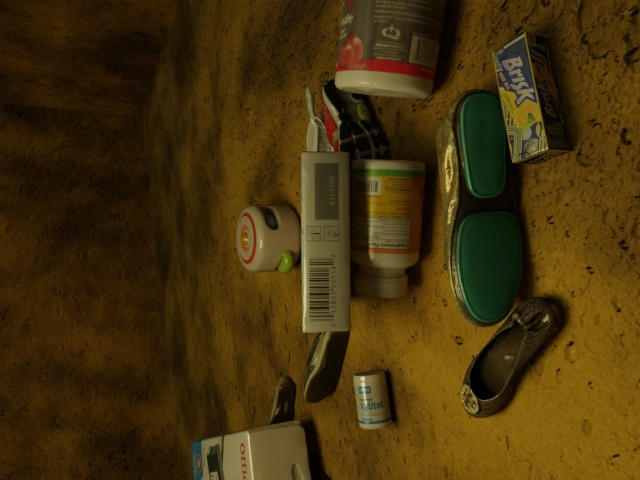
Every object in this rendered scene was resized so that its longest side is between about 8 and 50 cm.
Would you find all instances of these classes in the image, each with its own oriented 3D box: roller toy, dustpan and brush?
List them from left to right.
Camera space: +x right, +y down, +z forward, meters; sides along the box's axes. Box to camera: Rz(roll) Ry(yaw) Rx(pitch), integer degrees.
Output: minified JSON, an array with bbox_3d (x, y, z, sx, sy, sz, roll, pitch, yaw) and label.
[{"bbox_3d":[-0.156,-0.006,1.326,0.209,0.146,0.191,4,95,60],"label":"roller toy"},{"bbox_3d":[-0.007,-0.268,1.136,0.147,0.060,0.211,163,107,-66],"label":"dustpan and brush"}]

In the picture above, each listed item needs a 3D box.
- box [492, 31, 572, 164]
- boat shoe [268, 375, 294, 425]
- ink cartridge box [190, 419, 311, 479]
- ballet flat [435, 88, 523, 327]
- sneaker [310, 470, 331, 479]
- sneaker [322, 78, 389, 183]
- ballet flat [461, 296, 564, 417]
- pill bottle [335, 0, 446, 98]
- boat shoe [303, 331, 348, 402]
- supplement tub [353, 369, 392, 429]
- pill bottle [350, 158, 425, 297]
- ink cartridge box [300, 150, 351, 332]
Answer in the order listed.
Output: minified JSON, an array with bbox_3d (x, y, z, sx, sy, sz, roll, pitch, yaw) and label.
[{"bbox_3d":[0.292,-0.196,0.652,0.059,0.054,0.169,-20,74,58],"label":"box"},{"bbox_3d":[-0.115,0.493,1.381,0.072,0.068,0.190,-141,63,-68],"label":"boat shoe"},{"bbox_3d":[-0.197,0.665,1.268,0.395,0.166,0.286,-35,58,46],"label":"ink cartridge box"},{"bbox_3d":[0.235,-0.048,0.719,0.123,0.123,0.349,-4,89,59],"label":"ballet flat"},{"bbox_3d":[0.013,0.652,1.168,0.161,0.057,0.075,26,108,53],"label":"sneaker"},{"bbox_3d":[0.069,-0.216,1.013,0.118,0.107,0.279,108,151,-63],"label":"sneaker"},{"bbox_3d":[0.271,0.182,0.705,0.084,0.058,0.250,58,138,41],"label":"ballet flat"},{"bbox_3d":[0.126,-0.415,0.799,0.176,0.176,0.319,27,114,56],"label":"pill bottle"},{"bbox_3d":[0.006,0.293,1.146,0.073,0.080,0.224,48,126,55],"label":"boat shoe"},{"bbox_3d":[0.108,0.331,0.977,0.071,0.071,0.107,-21,75,58],"label":"supplement tub"},{"bbox_3d":[0.119,-0.024,0.873,0.136,0.136,0.246,15,105,58],"label":"pill bottle"},{"bbox_3d":[0.000,0.000,0.968,0.385,0.091,0.308,-173,82,-86],"label":"ink cartridge box"}]
